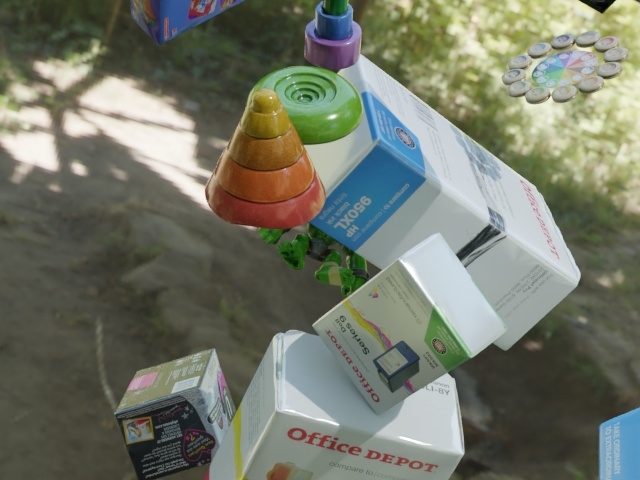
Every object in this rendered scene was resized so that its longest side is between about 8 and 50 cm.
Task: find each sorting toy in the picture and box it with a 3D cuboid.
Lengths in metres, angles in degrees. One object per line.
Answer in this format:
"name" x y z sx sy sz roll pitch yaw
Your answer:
"sorting toy" -0.022 -0.169 1.285 0.127 0.126 0.365 11 42 10

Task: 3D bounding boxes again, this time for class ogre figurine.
"ogre figurine" 0.000 0.000 1.910 0.197 0.097 0.118 20 52 -6

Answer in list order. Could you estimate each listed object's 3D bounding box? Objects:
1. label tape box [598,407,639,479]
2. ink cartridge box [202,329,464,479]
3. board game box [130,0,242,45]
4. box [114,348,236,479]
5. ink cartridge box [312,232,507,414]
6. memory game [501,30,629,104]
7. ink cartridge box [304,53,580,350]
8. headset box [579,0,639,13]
"label tape box" 0.303 0.286 1.083 0.115 0.347 0.249 -9 36 19
"ink cartridge box" 0.000 0.342 1.780 0.279 0.384 0.160 15 36 -14
"board game box" -0.170 -0.479 1.845 0.233 0.347 0.078 -33 66 -25
"box" -0.249 0.309 2.201 0.163 0.142 0.247 -17 11 4
"ink cartridge box" 0.111 0.112 1.601 0.093 0.212 0.154 -32 85 -41
"memory game" 0.353 -0.252 1.791 0.186 0.012 0.186 -15 34 11
"ink cartridge box" 0.164 -0.057 1.826 0.395 0.166 0.285 33 24 -23
"headset box" 0.374 -0.403 1.413 0.110 0.293 0.218 6 28 -50
